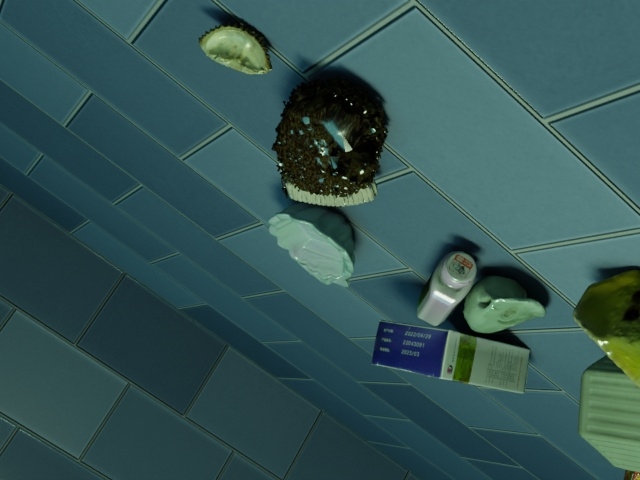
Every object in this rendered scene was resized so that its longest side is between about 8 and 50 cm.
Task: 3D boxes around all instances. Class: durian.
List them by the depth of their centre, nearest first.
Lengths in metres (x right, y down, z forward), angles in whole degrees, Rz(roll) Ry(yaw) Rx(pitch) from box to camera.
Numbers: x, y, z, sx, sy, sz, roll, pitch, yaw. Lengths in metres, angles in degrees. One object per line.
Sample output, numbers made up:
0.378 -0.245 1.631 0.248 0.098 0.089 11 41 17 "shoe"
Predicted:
-0.132 -0.313 1.374 0.130 0.066 0.052 21 159 0 "durian"

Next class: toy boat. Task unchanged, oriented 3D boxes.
0.000 0.000 1.848 0.199 0.100 0.290 22 157 23 "toy boat"

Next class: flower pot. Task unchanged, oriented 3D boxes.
0.613 0.307 1.556 0.190 0.239 0.209 -6 106 60 "flower pot"

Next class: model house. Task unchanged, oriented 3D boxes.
0.546 0.148 1.388 0.193 0.174 0.234 40 167 -24 "model house"

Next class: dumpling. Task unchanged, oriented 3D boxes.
0.352 0.119 1.665 0.219 0.153 0.108 125 128 -79 "dumpling"

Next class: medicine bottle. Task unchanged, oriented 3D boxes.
0.251 0.087 1.681 0.078 0.115 0.219 29 159 6 "medicine bottle"

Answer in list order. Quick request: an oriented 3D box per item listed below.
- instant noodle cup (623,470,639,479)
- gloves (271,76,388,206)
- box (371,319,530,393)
0.778 0.496 1.833 0.212 0.193 0.193 16 155 17 "instant noodle cup"
0.018 -0.148 1.444 0.210 0.135 0.312 28 157 20 "gloves"
0.289 0.255 1.872 0.299 0.106 0.200 15 172 -41 "box"
